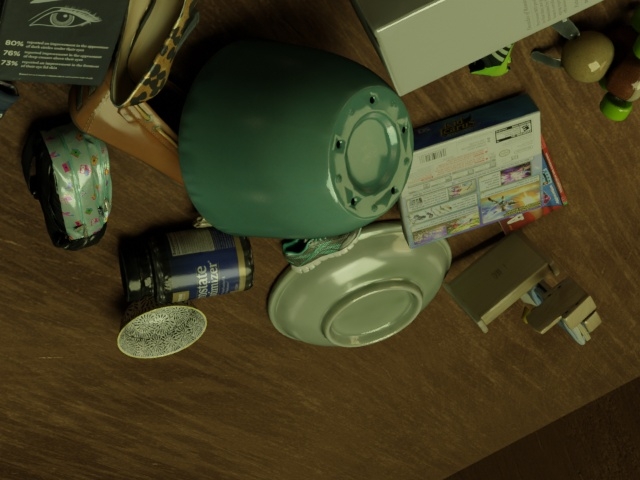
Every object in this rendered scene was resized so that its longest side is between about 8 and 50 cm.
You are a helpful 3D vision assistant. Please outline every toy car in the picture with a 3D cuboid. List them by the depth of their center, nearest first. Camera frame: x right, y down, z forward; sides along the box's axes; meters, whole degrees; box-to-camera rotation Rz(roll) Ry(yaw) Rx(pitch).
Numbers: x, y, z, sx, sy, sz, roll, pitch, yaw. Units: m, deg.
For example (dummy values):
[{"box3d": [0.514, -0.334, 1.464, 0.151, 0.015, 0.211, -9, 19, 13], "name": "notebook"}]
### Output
[{"box3d": [0.453, -0.313, 1.799, 0.188, 0.149, 0.155, 16, 135, -4], "name": "toy car"}]

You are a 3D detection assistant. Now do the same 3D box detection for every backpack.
[{"box3d": [-0.370, -0.094, 1.604, 0.115, 0.152, 0.182, -21, 143, -25], "name": "backpack"}]

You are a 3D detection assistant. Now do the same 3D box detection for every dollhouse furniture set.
[{"box3d": [0.448, 0.173, 2.279, 0.198, 0.286, 0.303, -40, 135, 1], "name": "dollhouse furniture set"}]

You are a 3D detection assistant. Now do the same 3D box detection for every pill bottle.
[{"box3d": [-0.234, 0.043, 1.877, 0.219, 0.123, 0.123, -10, 145, -16], "name": "pill bottle"}]

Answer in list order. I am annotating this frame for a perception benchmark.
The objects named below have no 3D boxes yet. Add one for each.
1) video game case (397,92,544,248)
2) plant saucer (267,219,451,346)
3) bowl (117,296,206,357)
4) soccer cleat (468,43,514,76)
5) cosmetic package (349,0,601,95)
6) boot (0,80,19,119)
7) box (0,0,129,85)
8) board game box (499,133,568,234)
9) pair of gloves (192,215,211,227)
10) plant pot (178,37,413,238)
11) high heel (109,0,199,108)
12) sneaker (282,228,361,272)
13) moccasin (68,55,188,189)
[{"box3d": [0.265, -0.121, 1.952, 0.269, 0.061, 0.244, -18, 137, -2], "name": "video game case"}, {"box3d": [0.095, 0.120, 2.205, 0.400, 0.101, 0.400, -16, 147, -10], "name": "plant saucer"}, {"box3d": [-0.304, 0.141, 2.019, 0.170, 0.080, 0.170, -16, 148, -10], "name": "bowl"}, {"box3d": [0.274, -0.324, 1.707, 0.072, 0.060, 0.179, -4, 146, -4], "name": "soccer cleat"}, {"box3d": [0.222, -0.384, 1.444, 0.384, 0.217, 0.156, -24, 147, 7], "name": "cosmetic package"}, {"box3d": [-0.496, -0.202, 1.434, 0.086, 0.069, 0.190, -43, 150, 18], "name": "boot"}, {"box3d": [-0.327, -0.302, 1.336, 0.153, 0.108, 0.207, 0, 141, -30], "name": "box"}, {"box3d": [0.389, -0.112, 2.107, 0.145, 0.027, 0.281, -27, 147, 10], "name": "board game box"}, {"box3d": [-0.094, -0.059, 1.800, 0.204, 0.042, 0.240, -9, 179, -26], "name": "pair of gloves"}, {"box3d": [-0.013, -0.135, 1.520, 0.235, 0.293, 0.293, 11, 172, 41], "name": "plant pot"}, {"box3d": [-0.217, -0.290, 1.351, 0.093, 0.186, 0.261, 23, 152, 12], "name": "high heel"}, {"box3d": [0.000, 0.000, 2.013, 0.166, 0.065, 0.076, -33, 142, 15], "name": "sneaker"}, {"box3d": [-0.187, -0.169, 1.604, 0.147, 0.139, 0.380, -30, 138, 29], "name": "moccasin"}]
